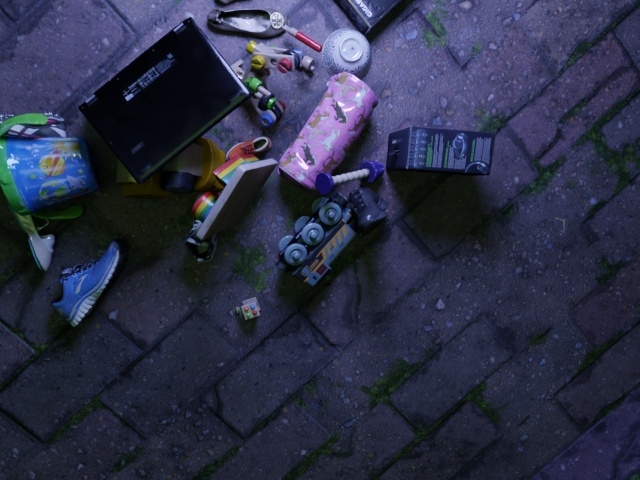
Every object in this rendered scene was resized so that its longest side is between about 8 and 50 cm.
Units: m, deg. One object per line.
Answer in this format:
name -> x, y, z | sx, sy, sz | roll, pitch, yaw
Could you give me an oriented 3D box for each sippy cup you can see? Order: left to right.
sippy cup -> -0.793, -0.208, 1.216 | 0.224, 0.305, 0.239 | -15, 83, -21

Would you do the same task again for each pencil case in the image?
pencil case -> 0.018, -0.339, 1.327 | 0.160, 0.167, 0.385 | 28, 97, -45

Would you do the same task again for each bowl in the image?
bowl -> 0.093, -0.608, 1.325 | 0.170, 0.080, 0.169 | -1, 99, -6

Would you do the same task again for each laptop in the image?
laptop -> -0.448, -0.421, 1.178 | 0.382, 0.236, 0.407 | -38, 90, 2

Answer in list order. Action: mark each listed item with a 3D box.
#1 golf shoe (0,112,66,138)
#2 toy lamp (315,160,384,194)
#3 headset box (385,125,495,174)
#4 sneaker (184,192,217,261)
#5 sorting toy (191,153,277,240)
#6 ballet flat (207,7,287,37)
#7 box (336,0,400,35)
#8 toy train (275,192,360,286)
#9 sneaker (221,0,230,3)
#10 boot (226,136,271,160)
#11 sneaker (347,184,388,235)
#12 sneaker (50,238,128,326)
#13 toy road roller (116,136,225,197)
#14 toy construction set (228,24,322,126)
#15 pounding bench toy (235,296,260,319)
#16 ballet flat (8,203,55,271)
golf shoe -> -0.928, -0.327, 1.252 | 0.273, 0.105, 0.120 | -3, 110, -6
toy lamp -> 0.107, -0.211, 1.337 | 0.275, 0.080, 0.080 | -20, 105, -41
headset box -> 0.364, -0.285, 1.328 | 0.284, 0.246, 0.131 | 3, 99, -8
sneaker -> -0.383, -0.036, 1.336 | 0.094, 0.153, 0.234 | 9, 99, -9
sorting toy -> -0.274, -0.151, 1.255 | 0.089, 0.255, 0.257 | 39, 111, 2
ballet flat -> -0.228, -0.691, 1.285 | 0.250, 0.058, 0.084 | 2, 101, -7
box -> 0.136, -0.862, 1.279 | 0.257, 0.079, 0.322 | -43, 101, -4
toy train -> 0.000, 0.000, 1.403 | 0.190, 0.142, 0.334 | 40, 91, -25
sneaker -> -0.267, -0.775, 1.276 | 0.135, 0.070, 0.050 | -19, 93, -33
boot -> -0.238, -0.299, 1.342 | 0.158, 0.084, 0.059 | -25, 103, 0
sneaker -> 0.141, -0.104, 1.325 | 0.130, 0.286, 0.109 | 44, 108, -7
sneaker -> -0.760, 0.122, 1.336 | 0.147, 0.130, 0.330 | 38, 94, -14
toy road roller -> -0.450, -0.230, 1.289 | 0.330, 0.241, 0.202 | 1, 87, 30
toy construction set -> -0.175, -0.540, 1.256 | 0.237, 0.257, 0.308 | 34, 74, 1
pounding bench toy -> -0.260, 0.245, 1.445 | 0.084, 0.065, 0.052 | -18, 102, -3
ballet flat -> -0.909, -0.024, 1.323 | 0.086, 0.086, 0.248 | -20, 101, -3
